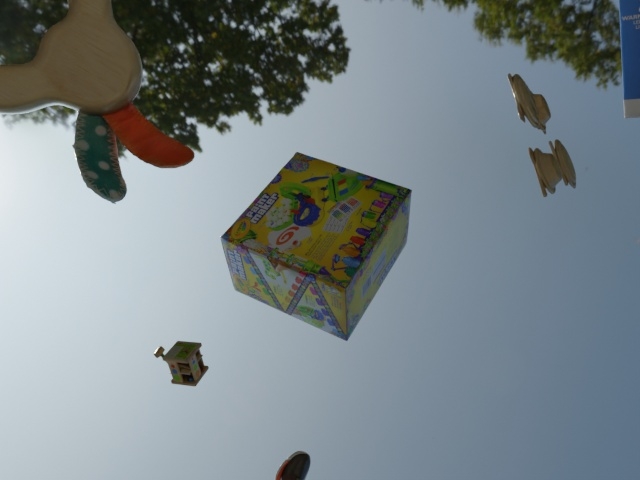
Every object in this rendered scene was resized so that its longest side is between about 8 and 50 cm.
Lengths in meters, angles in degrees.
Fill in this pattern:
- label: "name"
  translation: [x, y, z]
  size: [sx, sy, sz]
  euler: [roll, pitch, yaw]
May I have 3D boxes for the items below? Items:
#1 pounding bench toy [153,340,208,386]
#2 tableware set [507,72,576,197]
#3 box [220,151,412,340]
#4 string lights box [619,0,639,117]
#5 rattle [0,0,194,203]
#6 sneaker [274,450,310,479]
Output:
- label: "pounding bench toy"
  translation: [-0.255, 0.224, 1.031]
  size: [0.083, 0.065, 0.052]
  euler: [1, -152, 21]
- label: "tableware set"
  translation: [0.262, -0.123, 0.673]
  size: [0.020, 0.168, 0.141]
  euler: [-22, -96, 33]
- label: "box"
  translation: [0.000, 0.000, 1.182]
  size: [0.279, 0.177, 0.290]
  euler: [22, -127, 22]
- label: "string lights box"
  translation: [0.538, -0.346, 0.922]
  size: [0.076, 0.260, 0.133]
  euler: [5, -145, 39]
- label: "rattle"
  translation: [-0.177, -0.115, 0.373]
  size: [0.199, 0.142, 0.130]
  euler: [41, -114, -23]
- label: "sneaker"
  translation: [-0.045, 0.410, 0.896]
  size: [0.064, 0.061, 0.158]
  euler: [-2, -137, 39]
